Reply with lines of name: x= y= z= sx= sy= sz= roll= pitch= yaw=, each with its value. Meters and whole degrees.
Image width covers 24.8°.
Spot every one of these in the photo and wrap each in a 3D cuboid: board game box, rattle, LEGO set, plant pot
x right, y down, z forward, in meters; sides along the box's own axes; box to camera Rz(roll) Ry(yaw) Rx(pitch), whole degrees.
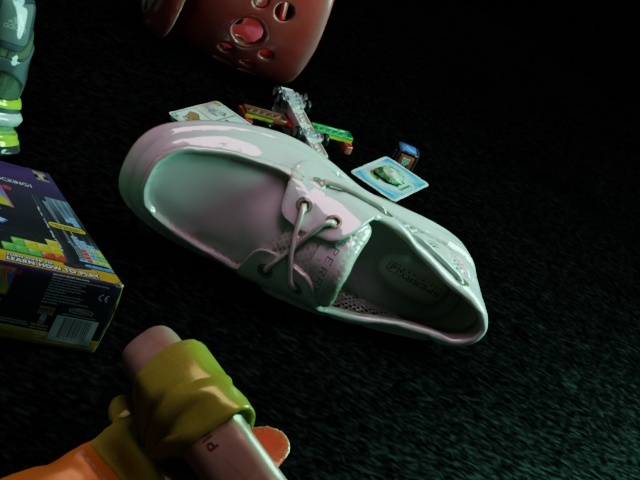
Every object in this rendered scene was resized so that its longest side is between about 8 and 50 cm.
board game box: x=-0.209 y=-0.007 z=0.783 sx=0.170 sy=0.048 sz=0.141 roll=14 pitch=22 yaw=-35
rattle: x=-0.069 y=0.125 z=0.637 sx=0.130 sy=0.143 sz=0.199 roll=37 pitch=-11 yaw=1
LEGO set: x=-0.008 y=-0.068 z=1.295 sx=0.182 sy=0.060 sz=0.244 roll=35 pitch=28 yaw=16
plant pot: x=-0.087 y=-0.280 z=1.534 sx=0.174 sy=0.191 sz=0.191 roll=17 pitch=19 yaw=-17

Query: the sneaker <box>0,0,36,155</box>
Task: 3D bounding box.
sneaker: x=-0.280 y=-0.174 z=1.046 sx=0.111 sy=0.121 sz=0.300 roll=9 pitch=24 yaw=-46

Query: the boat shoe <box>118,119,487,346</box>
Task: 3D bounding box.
boat shoe: x=0.000 y=0.000 z=0.981 sx=0.277 sy=0.098 sz=0.096 roll=20 pitch=17 yaw=-23
